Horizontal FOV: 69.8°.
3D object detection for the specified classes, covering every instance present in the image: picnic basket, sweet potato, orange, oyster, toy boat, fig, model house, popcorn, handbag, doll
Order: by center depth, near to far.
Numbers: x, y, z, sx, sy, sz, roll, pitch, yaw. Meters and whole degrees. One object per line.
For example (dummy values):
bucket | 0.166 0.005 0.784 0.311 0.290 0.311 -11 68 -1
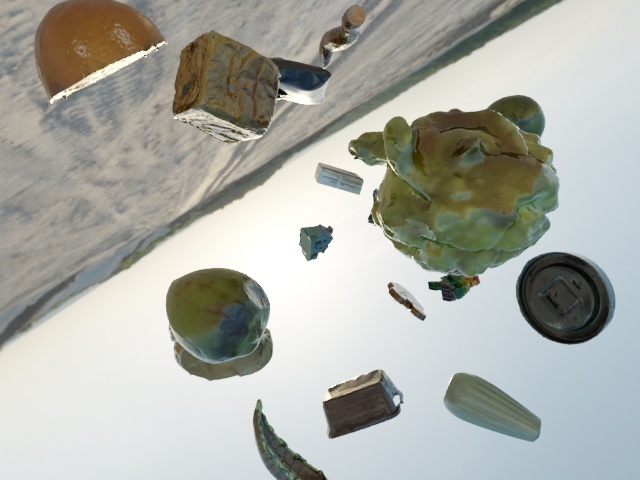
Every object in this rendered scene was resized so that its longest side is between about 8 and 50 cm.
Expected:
popcorn | 0.225 -0.080 0.781 0.335 0.279 0.274 -8 -177 7
orange | -0.513 -0.423 1.060 0.274 0.274 0.310 -41 177 -36
toy boat | -0.090 0.528 1.131 0.099 0.293 0.108 -41 -179 9
fig | -0.265 0.175 1.146 0.239 0.271 0.239 -49 155 -33
sweet potato | 0.046 -0.515 1.171 0.059 0.067 0.281 -46 -164 -9
handbag | -0.084 -0.416 1.199 0.211 0.088 0.254 9 -175 -4
oyster | 0.180 -0.083 1.316 0.056 0.177 0.105 3 -108 26
fig | 0.658 -0.404 1.558 0.203 0.203 0.225 -24 -166 41
picnic basket | 0.136 0.576 1.644 0.297 0.129 0.222 -26 180 14
model house | 0.000 0.000 1.854 0.149 0.148 0.119 -17 -138 -20
doll | 0.552 0.175 1.862 0.186 0.106 0.134 -20 -160 -13

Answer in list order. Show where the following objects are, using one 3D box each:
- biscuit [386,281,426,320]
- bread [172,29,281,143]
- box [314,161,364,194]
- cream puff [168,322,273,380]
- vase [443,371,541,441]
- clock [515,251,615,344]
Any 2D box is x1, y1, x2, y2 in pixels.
biscuit | 0.342 0.239 1.854 0.044 0.186 0.295 -49 174 9
bread | -0.171 -0.262 0.811 0.143 0.149 0.158 13 -179 -42
box | 0.053 -0.184 1.353 0.129 0.130 0.051 -106 -147 -74
cream puff | -0.318 0.292 1.497 0.327 0.343 0.231 -61 -154 30
vase | 0.465 0.457 1.245 0.248 0.128 0.128 22 -138 25
clock | 0.722 0.166 1.363 0.055 0.280 0.280 -7 173 -35
